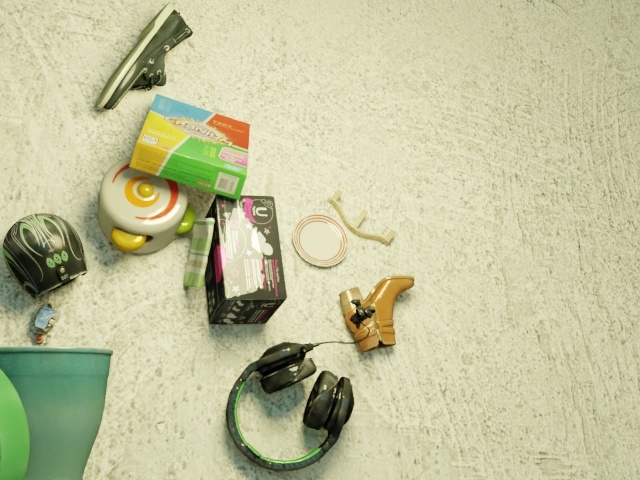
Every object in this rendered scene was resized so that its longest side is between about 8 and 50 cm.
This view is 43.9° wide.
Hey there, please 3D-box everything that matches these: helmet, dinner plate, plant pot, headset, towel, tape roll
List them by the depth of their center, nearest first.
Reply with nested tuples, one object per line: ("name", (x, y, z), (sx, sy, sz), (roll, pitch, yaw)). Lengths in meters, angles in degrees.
("tape roll", (-0.645, 0.335, 1.323), (0.321, 0.077, 0.321), (0, 91, 16))
("plant pot", (-0.523, 0.327, 1.451), (0.271, 0.271, 0.255), (3, 78, -17))
("helmet", (-0.571, 0.022, 1.638), (0.169, 0.169, 0.162), (-29, 94, -28))
("headset", (-0.023, 0.297, 1.667), (0.243, 0.185, 0.394), (40, 71, 2))
("towel", (-0.267, 0.026, 1.730), (0.023, 0.113, 0.152), (13, 85, -22))
("dinner plate", (0.000, 0.000, 1.915), (0.141, 0.017, 0.141), (8, 63, -16))

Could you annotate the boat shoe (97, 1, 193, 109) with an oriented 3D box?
("boat shoe", (-0.414, -0.425, 1.925), (0.113, 0.127, 0.340), (39, 54, -24))

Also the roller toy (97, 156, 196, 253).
("roller toy", (-0.393, -0.081, 1.746), (0.209, 0.146, 0.191), (-29, 77, -27))

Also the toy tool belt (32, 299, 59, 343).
("toy tool belt", (-0.563, 0.166, 1.624), (0.052, 0.051, 0.083), (20, 61, -9))

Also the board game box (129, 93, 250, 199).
("board game box", (-0.284, -0.218, 1.798), (0.242, 0.064, 0.316), (16, 26, -13))

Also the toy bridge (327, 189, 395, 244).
("toy bridge", (0.094, -0.049, 1.965), (0.188, 0.026, 0.063), (36, 61, 1))

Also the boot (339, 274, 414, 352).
("boot", (0.151, 0.171, 1.855), (0.197, 0.073, 0.152), (-17, 70, -12))

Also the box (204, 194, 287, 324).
("box", (-0.171, 0.044, 1.751), (0.142, 0.163, 0.247), (2, 64, -21))
